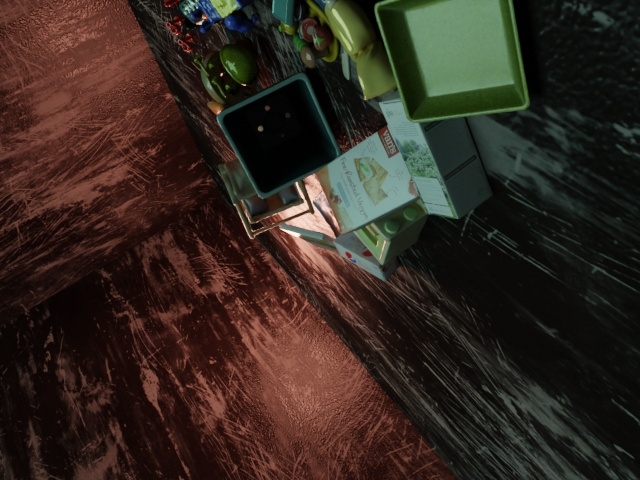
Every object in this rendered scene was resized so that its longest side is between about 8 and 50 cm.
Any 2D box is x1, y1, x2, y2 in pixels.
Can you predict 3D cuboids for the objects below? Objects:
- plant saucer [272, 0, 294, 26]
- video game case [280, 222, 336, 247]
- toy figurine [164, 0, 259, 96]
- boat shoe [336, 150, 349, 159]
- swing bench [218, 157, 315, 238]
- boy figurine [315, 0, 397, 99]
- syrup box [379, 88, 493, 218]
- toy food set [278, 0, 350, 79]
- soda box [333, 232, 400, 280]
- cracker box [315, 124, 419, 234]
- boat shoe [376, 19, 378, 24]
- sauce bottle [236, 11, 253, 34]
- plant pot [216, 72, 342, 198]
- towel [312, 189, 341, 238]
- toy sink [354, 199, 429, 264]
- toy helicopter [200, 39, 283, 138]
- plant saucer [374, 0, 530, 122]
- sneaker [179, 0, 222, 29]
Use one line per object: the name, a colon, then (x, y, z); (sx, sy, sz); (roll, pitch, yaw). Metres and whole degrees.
plant saucer: (-0.074, -0.544, 1.008); (0.067, 0.018, 0.192); (47, 145, 31)
video game case: (0.000, 0.000, 1.729); (0.227, 0.026, 0.206); (15, 172, 46)
toy figurine: (-0.252, -0.591, 1.273); (0.217, 0.191, 0.362); (-24, 111, 39)
boat shoe: (0.101, -0.126, 1.313); (0.089, 0.104, 0.285); (42, 170, 32)
swing bench: (-0.184, -0.182, 1.723); (0.254, 0.254, 0.165); (71, 174, -48)
boy figurine: (0.048, -0.381, 0.901); (0.285, 0.092, 0.177); (57, -172, 5)
syrup box: (0.206, -0.163, 0.875); (0.236, 0.096, 0.093); (62, 163, -21)
toy food set: (-0.027, -0.442, 1.075); (0.218, 0.071, 0.128); (50, 164, 22)
soda box: (0.140, 0.040, 1.523); (0.216, 0.074, 0.069); (30, 156, 46)
cracker box: (0.112, -0.127, 1.040); (0.232, 0.067, 0.155); (-28, 83, 41)
boat shoe: (0.136, -0.365, 0.760); (0.056, 0.049, 0.152); (59, 165, -9)
sauce bottle: (-0.237, -0.633, 1.408); (0.128, 0.042, 0.042); (44, 162, 24)
plant pot: (-0.117, -0.308, 1.357); (0.247, 0.247, 0.252); (63, -178, -25)
towel: (0.060, -0.087, 1.641); (0.209, 0.034, 0.285); (55, 165, 1)
toy sink: (0.157, -0.067, 1.174); (0.152, 0.131, 0.234); (51, 164, 18)
toy helicopter: (-0.240, -0.428, 1.556); (0.140, 0.234, 0.355); (-5, 143, 38)
plant saucer: (0.190, -0.269, 0.696); (0.188, 0.045, 0.188); (3, 130, 39)
sneaker: (-0.349, -0.705, 1.449); (0.108, 0.121, 0.302); (58, 165, -4)
